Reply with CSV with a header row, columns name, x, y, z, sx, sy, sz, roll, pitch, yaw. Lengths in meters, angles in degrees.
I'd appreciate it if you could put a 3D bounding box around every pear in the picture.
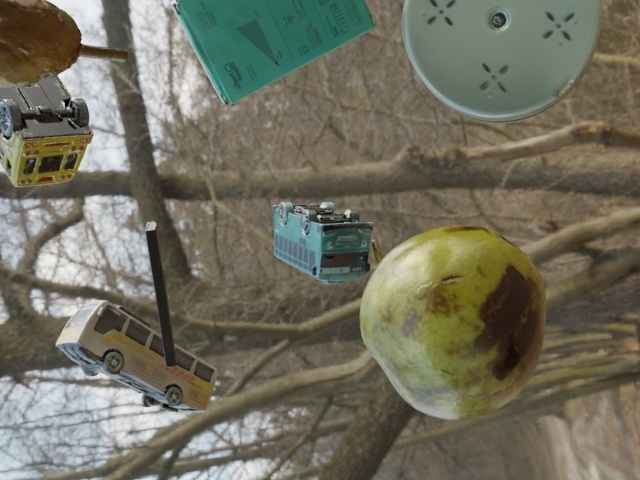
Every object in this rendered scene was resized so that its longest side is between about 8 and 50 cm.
name,x,y,z,sx,sy,sz,roll,pitch,yaw
pear,0.196,0.114,1.135,0.283,0.283,0.284,-11,-90,-79

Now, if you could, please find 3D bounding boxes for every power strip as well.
name,x,y,z,sx,sy,sz,roll,pitch,yaw
power strip,0.317,-0.390,1.405,0.161,0.357,0.358,-17,-84,-74

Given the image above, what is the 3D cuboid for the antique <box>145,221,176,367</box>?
name,x,y,z,sx,sy,sz,roll,pitch,yaw
antique,-0.200,0.070,0.986,0.031,0.015,0.192,-116,21,-65

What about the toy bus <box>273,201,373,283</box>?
name,x,y,z,sx,sy,sz,roll,pitch,yaw
toy bus,0.000,0.000,1.629,0.256,0.128,0.147,-155,65,-63

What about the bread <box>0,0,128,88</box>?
name,x,y,z,sx,sy,sz,roll,pitch,yaw
bread,-0.337,-0.187,0.664,0.084,0.344,0.124,113,150,-41

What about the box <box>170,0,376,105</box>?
name,x,y,z,sx,sy,sz,roll,pitch,yaw
box,-0.085,-0.404,1.399,0.205,0.311,0.118,62,175,-19

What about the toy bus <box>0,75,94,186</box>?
name,x,y,z,sx,sy,sz,roll,pitch,yaw
toy bus,-0.531,-0.250,1.353,0.145,0.151,0.331,-14,-124,-42

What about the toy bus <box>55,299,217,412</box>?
name,x,y,z,sx,sy,sz,roll,pitch,yaw
toy bus,-0.365,0.248,1.610,0.342,0.097,0.138,40,-125,-33

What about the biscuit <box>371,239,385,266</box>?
name,x,y,z,sx,sy,sz,roll,pitch,yaw
biscuit,0.125,0.050,1.585,0.081,0.018,0.083,60,-168,-49
